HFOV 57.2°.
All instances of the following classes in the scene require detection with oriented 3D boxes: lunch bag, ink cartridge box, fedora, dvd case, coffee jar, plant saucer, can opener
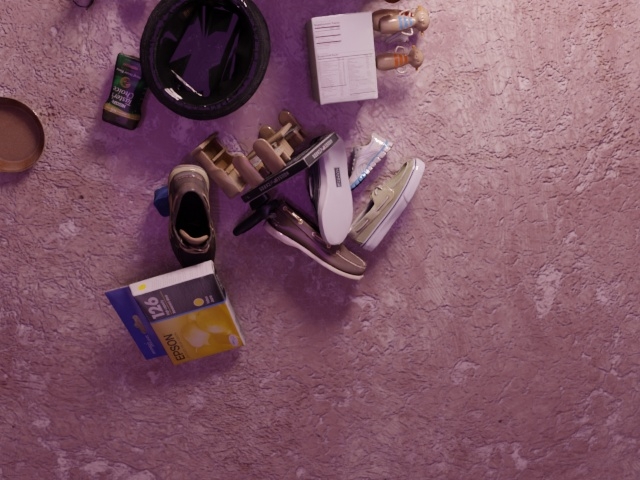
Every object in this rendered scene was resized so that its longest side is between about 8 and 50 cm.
[{"bbox_3d":[-0.406,-0.118,1.613,0.099,0.065,0.067,-20,130,1],"label":"lunch bag"},{"bbox_3d":[-0.403,0.223,1.660,0.307,0.072,0.303,-18,129,-3],"label":"ink cartridge box"},{"bbox_3d":[-0.283,-0.473,1.478,0.334,0.152,0.333,-1,109,-3],"label":"fedora"},{"bbox_3d":[-0.079,-0.187,1.512,0.239,0.179,0.029,-26,105,38],"label":"dvd case"},{"bbox_3d":[-0.500,-0.383,1.522,0.096,0.079,0.184,18,104,-10],"label":"coffee jar"},{"bbox_3d":[-0.821,-0.278,1.544,0.199,0.036,0.198,-2,106,-6],"label":"plant saucer"},{"bbox_3d":[-0.179,-0.065,1.624,0.186,0.059,0.073,-40,74,41],"label":"can opener"}]

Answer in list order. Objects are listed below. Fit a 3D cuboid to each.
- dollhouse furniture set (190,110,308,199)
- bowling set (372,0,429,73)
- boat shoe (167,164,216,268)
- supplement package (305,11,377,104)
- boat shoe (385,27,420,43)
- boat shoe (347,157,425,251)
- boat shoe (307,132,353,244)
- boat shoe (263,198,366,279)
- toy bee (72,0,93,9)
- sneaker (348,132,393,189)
[{"bbox_3d":[-0.188,-0.244,1.528,0.242,0.212,0.161,-30,108,30],"label":"dollhouse furniture set"},{"bbox_3d":[0.213,-0.572,1.453,0.154,0.200,0.286,-8,95,-6],"label":"bowling set"},{"bbox_3d":[-0.350,-0.026,1.569,0.133,0.130,0.355,-6,128,-7],"label":"boat shoe"},{"bbox_3d":[0.051,-0.459,1.492,0.149,0.194,0.203,-8,107,-4],"label":"supplement package"},{"bbox_3d":[0.222,-0.544,1.568,0.100,0.035,0.035,-27,104,-4],"label":"boat shoe"},{"bbox_3d":[0.182,-0.107,1.653,0.094,0.109,0.302,29,104,-10],"label":"boat shoe"},{"bbox_3d":[0.013,-0.138,1.612,0.108,0.102,0.301,-9,96,-37],"label":"boat shoe"},{"bbox_3d":[0.000,0.000,1.662,0.324,0.116,0.096,30,104,-7],"label":"boat shoe"},{"bbox_3d":[-0.477,-0.666,1.402,0.195,0.162,0.298,30,101,-14],"label":"toy bee"},{"bbox_3d":[0.112,-0.219,1.641,0.083,0.071,0.190,40,95,-2],"label":"sneaker"}]
